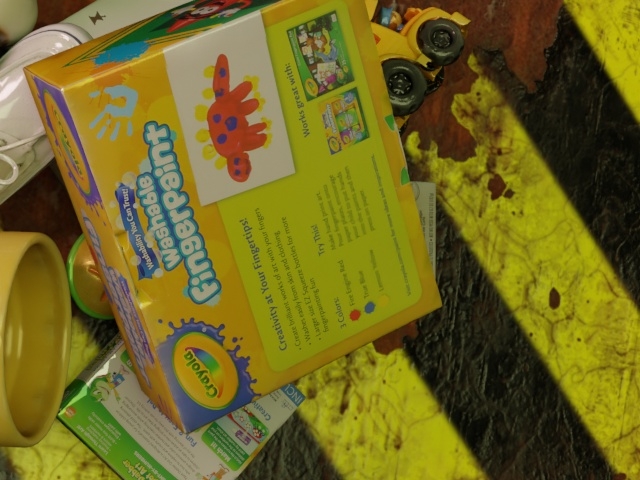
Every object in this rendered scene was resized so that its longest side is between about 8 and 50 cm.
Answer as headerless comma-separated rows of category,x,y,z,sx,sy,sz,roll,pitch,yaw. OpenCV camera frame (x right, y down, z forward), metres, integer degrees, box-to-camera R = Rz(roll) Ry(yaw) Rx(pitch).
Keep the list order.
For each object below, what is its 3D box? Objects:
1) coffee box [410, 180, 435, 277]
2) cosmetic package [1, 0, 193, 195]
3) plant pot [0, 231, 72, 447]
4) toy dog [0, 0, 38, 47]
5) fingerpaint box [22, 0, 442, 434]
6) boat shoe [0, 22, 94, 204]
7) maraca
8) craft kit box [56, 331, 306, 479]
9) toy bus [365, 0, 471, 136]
coffee box,0.000,0.000,1.870,0.297,0.119,0.168,2,85,-19
cosmetic package,-0.220,-0.235,1.798,0.366,0.155,0.197,-36,94,-18
plant pot,-0.447,0.114,1.635,0.239,0.254,0.253,2,84,8
toy dog,-0.419,-0.384,1.556,0.395,0.285,0.407,-13,124,-36
fingerpaint box,-0.093,-0.058,1.625,0.371,0.163,0.444,-26,116,-19
boat shoe,-0.408,-0.109,1.617,0.367,0.156,0.136,-40,92,23
maraca,-0.256,0.028,1.793,0.186,0.099,0.127,-33,113,-42
craft kit box,-0.183,0.214,1.799,0.246,0.061,0.250,-49,111,-19
toy bus,0.071,-0.263,1.921,0.211,0.149,0.220,38,71,4
